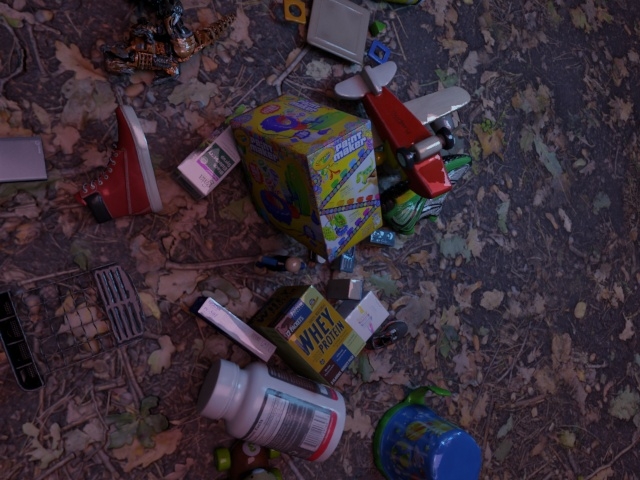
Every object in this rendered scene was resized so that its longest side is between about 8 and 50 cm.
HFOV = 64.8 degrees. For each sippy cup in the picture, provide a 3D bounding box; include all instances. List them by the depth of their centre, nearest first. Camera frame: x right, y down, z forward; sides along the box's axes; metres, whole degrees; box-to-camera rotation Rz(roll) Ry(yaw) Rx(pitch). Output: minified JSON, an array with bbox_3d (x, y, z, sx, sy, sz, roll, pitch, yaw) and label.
[{"bbox_3d":[0.296,0.569,1.349,0.240,0.224,0.305,-27,96,-26],"label":"sippy cup"}]

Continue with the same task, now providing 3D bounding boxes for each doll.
[{"bbox_3d":[-0.095,0.058,1.224,0.129,0.189,0.046,10,81,-25],"label":"doll"}]

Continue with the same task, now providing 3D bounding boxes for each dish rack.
[{"bbox_3d":[-0.518,0.168,1.069,0.272,0.074,0.208,-20,95,-27],"label":"dish rack"}]

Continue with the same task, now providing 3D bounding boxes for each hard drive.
[{"bbox_3d":[-0.656,-0.169,1.062,0.135,0.022,0.094,-8,89,-27],"label":"hard drive"}]

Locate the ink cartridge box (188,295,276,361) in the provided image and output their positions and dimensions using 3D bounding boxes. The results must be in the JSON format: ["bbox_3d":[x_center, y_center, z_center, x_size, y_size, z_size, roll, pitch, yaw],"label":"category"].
[{"bbox_3d":[-0.210,0.210,1.204,0.207,0.097,0.046,41,69,-18],"label":"ink cartridge box"}]

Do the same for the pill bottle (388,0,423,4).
[{"bbox_3d":[0.215,-0.775,1.500,0.209,0.119,0.119,-6,88,-26],"label":"pill bottle"}]

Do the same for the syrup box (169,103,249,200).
[{"bbox_3d":[-0.246,-0.212,1.229,0.093,0.096,0.237,46,67,-16],"label":"syrup box"}]

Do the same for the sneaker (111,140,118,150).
[{"bbox_3d":[-0.442,-0.200,1.163,0.083,0.035,0.031,40,68,-19],"label":"sneaker"}]

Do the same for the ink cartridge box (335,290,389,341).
[{"bbox_3d":[0.093,0.215,1.357,0.143,0.092,0.090,-45,105,-22],"label":"ink cartridge box"}]

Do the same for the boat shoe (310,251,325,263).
[{"bbox_3d":[0.000,0.000,1.362,0.046,0.038,0.125,14,79,-44],"label":"boat shoe"}]

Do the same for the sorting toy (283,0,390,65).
[{"bbox_3d":[0.046,-0.608,1.442,0.348,0.047,0.196,14,74,-25],"label":"sorting toy"}]

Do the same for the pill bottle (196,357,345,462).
[{"bbox_3d":[-0.116,0.391,1.185,0.319,0.176,0.176,26,74,-18],"label":"pill bottle"}]

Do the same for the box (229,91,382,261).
[{"bbox_3d":[-0.029,-0.155,1.166,0.177,0.290,0.279,-34,132,-25],"label":"box"}]

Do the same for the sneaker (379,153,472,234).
[{"bbox_3d":[0.323,-0.145,1.500,0.343,0.134,0.146,-36,108,-16],"label":"sneaker"}]

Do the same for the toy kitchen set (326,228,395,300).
[{"bbox_3d":[0.126,0.064,1.371,0.166,0.122,0.207,10,81,-25],"label":"toy kitchen set"}]

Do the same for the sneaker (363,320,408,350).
[{"bbox_3d":[0.192,0.273,1.415,0.158,0.065,0.061,-21,94,-26],"label":"sneaker"}]

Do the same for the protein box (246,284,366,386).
[{"bbox_3d":[-0.039,0.226,1.230,0.201,0.200,0.136,48,67,-14],"label":"protein box"}]

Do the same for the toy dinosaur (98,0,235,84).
[{"bbox_3d":[-0.364,-0.495,1.197,0.322,0.164,0.218,-36,116,-43],"label":"toy dinosaur"}]

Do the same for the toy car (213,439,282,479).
[{"bbox_3d":[-0.143,0.546,1.153,0.155,0.188,0.148,-2,86,-27],"label":"toy car"}]

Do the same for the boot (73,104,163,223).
[{"bbox_3d":[-0.459,-0.163,1.098,0.176,0.088,0.244,-13,107,-16],"label":"boot"}]

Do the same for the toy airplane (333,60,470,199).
[{"bbox_3d":[0.193,-0.293,1.393,0.386,0.272,0.384,12,64,12],"label":"toy airplane"}]
